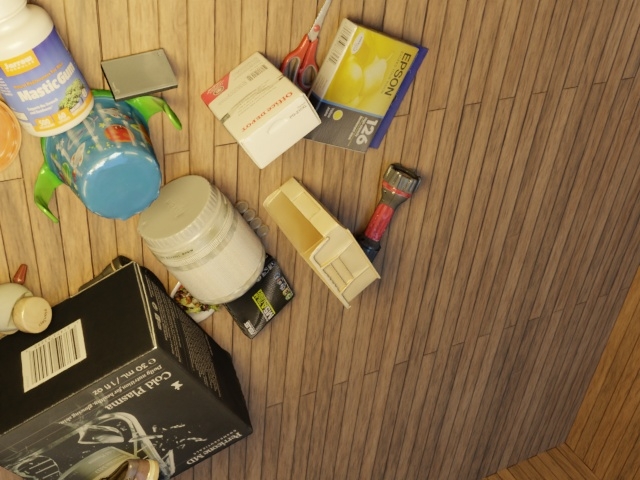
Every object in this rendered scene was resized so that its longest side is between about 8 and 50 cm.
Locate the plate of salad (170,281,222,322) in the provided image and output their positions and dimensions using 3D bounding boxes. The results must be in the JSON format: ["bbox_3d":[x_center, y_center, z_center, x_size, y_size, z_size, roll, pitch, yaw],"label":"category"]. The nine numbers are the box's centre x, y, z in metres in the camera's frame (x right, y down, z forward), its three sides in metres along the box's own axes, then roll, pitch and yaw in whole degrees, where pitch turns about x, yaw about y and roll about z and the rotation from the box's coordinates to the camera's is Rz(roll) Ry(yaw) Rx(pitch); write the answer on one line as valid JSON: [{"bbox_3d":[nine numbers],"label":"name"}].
[{"bbox_3d":[-0.317,0.151,2.015,0.200,0.048,0.199,-31,142,-29],"label":"plate of salad"}]

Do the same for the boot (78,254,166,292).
[{"bbox_3d":[-0.491,0.123,1.898,0.137,0.076,0.198,-33,135,10],"label":"boot"}]

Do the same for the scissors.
[{"bbox_3d":[-0.025,-0.478,1.760,0.109,0.021,0.297,-4,126,-30],"label":"scissors"}]

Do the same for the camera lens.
[{"bbox_3d":[-0.277,0.005,1.822,0.219,0.219,0.274,-37,132,-3],"label":"camera lens"}]

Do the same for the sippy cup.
[{"bbox_3d":[-0.442,-0.164,1.582,0.240,0.224,0.305,9,118,-38],"label":"sippy cup"}]

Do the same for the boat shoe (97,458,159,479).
[{"bbox_3d":[-0.501,0.606,1.806,0.092,0.102,0.285,35,114,-31],"label":"boat shoe"}]

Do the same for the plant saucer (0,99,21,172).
[{"bbox_3d":[-0.701,-0.210,1.506,0.200,0.037,0.200,-18,132,-21],"label":"plant saucer"}]

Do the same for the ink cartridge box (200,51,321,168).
[{"bbox_3d":[-0.135,-0.291,1.678,0.172,0.237,0.100,-39,136,-2],"label":"ink cartridge box"}]

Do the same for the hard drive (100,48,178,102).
[{"bbox_3d":[-0.378,-0.344,1.581,0.135,0.094,0.022,-19,163,-21],"label":"hard drive"}]

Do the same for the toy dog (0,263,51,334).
[{"bbox_3d":[-0.738,0.117,1.643,0.220,0.160,0.334,-2,170,13],"label":"toy dog"}]

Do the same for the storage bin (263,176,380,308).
[{"bbox_3d":[0.000,0.000,1.980,0.123,0.262,0.260,-39,136,-3],"label":"storage bin"}]

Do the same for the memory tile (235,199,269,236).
[{"bbox_3d":[-0.210,-0.034,1.991,0.113,0.012,0.148,-39,137,-2],"label":"memory tile"}]

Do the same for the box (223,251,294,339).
[{"bbox_3d":[-0.174,0.155,2.111,0.184,0.045,0.190,-46,139,-20],"label":"box"}]

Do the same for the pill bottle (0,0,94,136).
[{"bbox_3d":[-0.551,-0.342,1.420,0.152,0.152,0.272,-30,136,-10],"label":"pill bottle"}]

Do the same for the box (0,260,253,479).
[{"bbox_3d":[-0.503,0.381,1.871,0.480,0.297,0.471,-30,138,4],"label":"box"}]

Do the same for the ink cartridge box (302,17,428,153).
[{"bbox_3d":[0.117,-0.369,1.899,0.307,0.072,0.303,7,119,-39],"label":"ink cartridge box"}]

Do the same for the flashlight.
[{"bbox_3d":[0.177,-0.068,2.160,0.103,0.103,0.304,8,118,-39],"label":"flashlight"}]
